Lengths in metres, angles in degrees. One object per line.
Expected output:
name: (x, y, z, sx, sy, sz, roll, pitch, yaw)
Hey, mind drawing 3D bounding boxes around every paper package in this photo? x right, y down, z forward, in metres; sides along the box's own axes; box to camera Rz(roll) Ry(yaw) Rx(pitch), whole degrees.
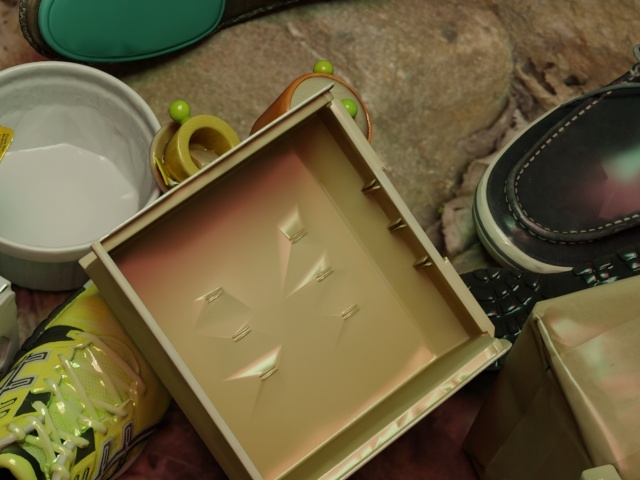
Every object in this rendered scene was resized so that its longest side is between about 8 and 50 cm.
paper package: (0.313, 0.143, 1.396, 0.324, 0.309, 0.168, -14, 66, -15)

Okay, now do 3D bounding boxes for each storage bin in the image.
storage bin: (-0.017, 0.048, 1.371, 0.260, 0.123, 0.262, -35, 93, -18)

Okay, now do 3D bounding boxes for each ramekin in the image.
ramekin: (-0.247, -0.051, 1.540, 0.207, 0.109, 0.207, 4, 59, -7)

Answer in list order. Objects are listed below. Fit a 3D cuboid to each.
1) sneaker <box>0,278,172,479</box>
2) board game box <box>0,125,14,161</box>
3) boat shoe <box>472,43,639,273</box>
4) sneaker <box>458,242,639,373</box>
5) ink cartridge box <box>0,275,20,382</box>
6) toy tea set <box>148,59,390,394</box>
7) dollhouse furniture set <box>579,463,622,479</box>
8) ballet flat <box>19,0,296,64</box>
sneaker: (-0.218, 0.168, 1.374, 0.145, 0.147, 0.385, 41, 65, -11)
board game box: (-0.390, -0.075, 1.487, 0.259, 0.039, 0.124, 17, 74, 34)
boat shoe: (0.366, -0.117, 1.649, 0.500, 0.156, 0.187, -24, 68, -20)
sneaker: (0.226, 0.090, 1.541, 0.283, 0.124, 0.107, -10, 55, 15)
ink cartridge box: (-0.381, 0.052, 1.421, 0.237, 0.172, 0.100, 30, 61, 9)
toy tea set: (0.000, 0.000, 1.493, 0.200, 0.124, 0.336, -26, 89, -38)
dollhouse furniture set: (0.278, 0.295, 1.267, 0.201, 0.374, 0.152, -13, 59, -14)
ballet flat: (-0.107, -0.301, 1.702, 0.482, 0.164, 0.182, -20, 43, -25)
